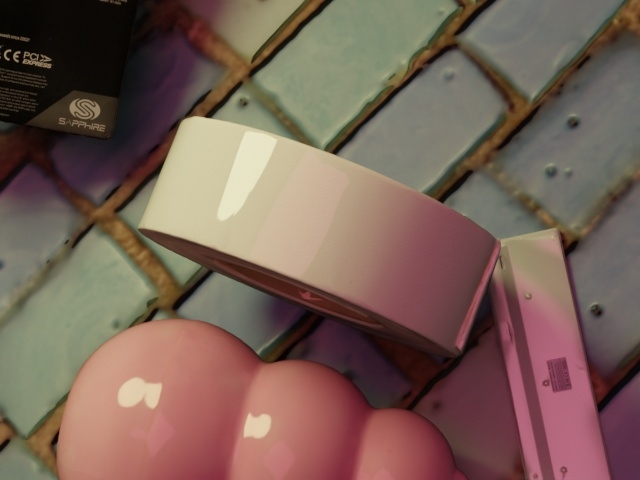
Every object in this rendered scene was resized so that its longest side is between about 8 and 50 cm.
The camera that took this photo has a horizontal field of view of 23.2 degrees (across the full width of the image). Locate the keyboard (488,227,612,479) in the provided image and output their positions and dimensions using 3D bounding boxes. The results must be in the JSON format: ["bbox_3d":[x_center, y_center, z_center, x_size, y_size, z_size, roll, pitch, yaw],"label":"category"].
[{"bbox_3d":[0.196,0.118,1.346,0.072,0.014,0.256,-11,77,5],"label":"keyboard"}]

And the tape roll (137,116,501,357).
[{"bbox_3d":[0.000,0.000,1.271,0.286,0.286,0.100,20,83,15],"label":"tape roll"}]

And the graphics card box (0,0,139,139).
[{"bbox_3d":[-0.266,-0.289,1.382,0.232,0.094,0.371,8,98,-23],"label":"graphics card box"}]

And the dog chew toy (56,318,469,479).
[{"bbox_3d":[-0.043,0.183,1.294,0.331,0.206,0.207,11,81,6],"label":"dog chew toy"}]
